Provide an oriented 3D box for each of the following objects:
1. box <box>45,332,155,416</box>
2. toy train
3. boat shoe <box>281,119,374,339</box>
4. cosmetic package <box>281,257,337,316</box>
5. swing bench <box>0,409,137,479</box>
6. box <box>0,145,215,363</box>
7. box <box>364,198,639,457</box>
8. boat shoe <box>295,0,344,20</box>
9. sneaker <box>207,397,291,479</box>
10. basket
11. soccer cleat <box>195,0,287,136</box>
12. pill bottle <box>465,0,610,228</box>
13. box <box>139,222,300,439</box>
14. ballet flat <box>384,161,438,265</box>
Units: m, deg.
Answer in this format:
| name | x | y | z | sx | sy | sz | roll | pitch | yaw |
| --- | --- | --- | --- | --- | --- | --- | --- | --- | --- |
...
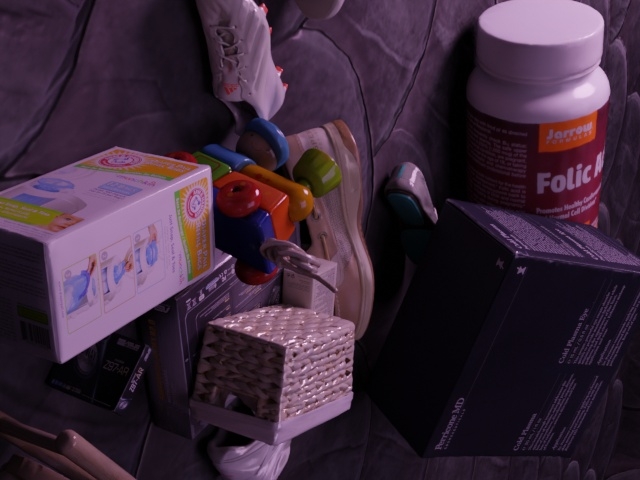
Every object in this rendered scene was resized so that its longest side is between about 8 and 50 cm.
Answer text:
| name | x | y | z | sx | sy | sz | roll | pitch | yaw |
| --- | --- | --- | --- | --- | --- | --- | --- | --- | --- |
| box | -0.200 | 0.115 | 0.912 | 0.067 | 0.083 | 0.018 | -66 | 152 | -16 |
| toy train | -0.031 | -0.034 | 0.951 | 0.143 | 0.248 | 0.105 | -41 | 138 | -30 |
| boat shoe | 0.000 | 0.000 | 1.221 | 0.098 | 0.109 | 0.302 | -15 | 126 | -13 |
| cosmetic package | -0.015 | 0.082 | 1.159 | 0.060 | 0.041 | 0.115 | -26 | 126 | -57 |
| swing bench | -0.224 | 0.305 | 0.808 | 0.254 | 0.165 | 0.253 | 48 | 61 | -37 |
| box | -0.192 | 0.003 | 0.839 | 0.203 | 0.114 | 0.103 | -33 | 130 | -52 |
| box | 0.288 | 0.141 | 1.513 | 0.313 | 0.179 | 0.343 | 8 | 113 | -34 |
| boat shoe | 0.017 | -0.354 | 1.079 | 0.081 | 0.079 | 0.227 | -23 | 120 | -51 |
| sneaker | -0.057 | 0.188 | 1.210 | 0.232 | 0.090 | 0.115 | -62 | 146 | -25 |
| basket | -0.044 | 0.134 | 1.055 | 0.167 | 0.113 | 0.103 | -11 | 112 | -61 |
| soccer cleat | -0.083 | -0.182 | 1.001 | 0.076 | 0.068 | 0.196 | -58 | 151 | -23 |
| pill bottle | 0.346 | -0.172 | 1.615 | 0.224 | 0.224 | 0.392 | -45 | 141 | -43 |
| box | -0.102 | 0.077 | 1.103 | 0.231 | 0.056 | 0.183 | -41 | 139 | -47 |
| ballet flat | 0.148 | -0.039 | 1.489 | 0.213 | 0.072 | 0.068 | 63 | 40 | -53 |
